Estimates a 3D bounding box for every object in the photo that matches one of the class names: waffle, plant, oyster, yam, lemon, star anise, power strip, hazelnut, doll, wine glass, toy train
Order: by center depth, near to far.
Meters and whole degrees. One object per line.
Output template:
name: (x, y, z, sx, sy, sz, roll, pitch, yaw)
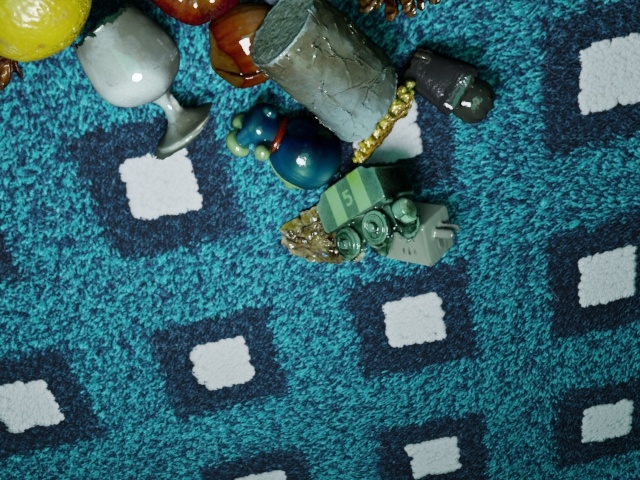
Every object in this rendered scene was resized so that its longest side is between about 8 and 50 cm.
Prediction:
lemon: (-0.656, -0.534, 1.322, 0.310, 0.258, 0.258, -40, 115, 15)
yam: (0.014, -0.408, 1.397, 0.241, 0.241, 0.348, -46, 138, 16)
wine glass: (-0.427, -0.391, 1.451, 0.238, 0.238, 0.323, -34, 120, 11)
hazelnut: (-0.168, -0.478, 1.458, 0.181, 0.212, 0.181, 16, 72, 12)
star anise: (-0.792, -0.472, 1.464, 0.157, 0.053, 0.212, 19, 115, -16)
waffle: (0.166, -0.301, 1.568, 0.051, 0.228, 0.231, 40, 74, 3)
plant: (0.344, -0.412, 1.571, 0.256, 0.164, 0.142, 30, 110, -8)
doll: (-0.077, -0.249, 1.577, 0.322, 0.198, 0.186, 25, 137, -21)
toy train: (0.135, -0.077, 1.628, 0.167, 0.238, 0.299, -10, 166, -42)
power strip: (0.299, -0.020, 1.714, 0.139, 0.224, 0.140, -38, 125, -36)
oyster: (0.000, 0.000, 1.787, 0.223, 0.083, 0.214, -26, 115, 14)

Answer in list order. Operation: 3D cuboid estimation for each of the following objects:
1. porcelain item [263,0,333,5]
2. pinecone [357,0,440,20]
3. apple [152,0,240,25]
porcelain item: (-0.040, -0.746, 1.340, 0.243, 0.178, 0.405, -1, 122, -8)
pinecone: (0.191, -0.642, 1.394, 0.264, 0.264, 0.264, -3, 117, -5)
apple: (-0.288, -0.630, 1.310, 0.288, 0.317, 0.288, -10, 132, -11)
